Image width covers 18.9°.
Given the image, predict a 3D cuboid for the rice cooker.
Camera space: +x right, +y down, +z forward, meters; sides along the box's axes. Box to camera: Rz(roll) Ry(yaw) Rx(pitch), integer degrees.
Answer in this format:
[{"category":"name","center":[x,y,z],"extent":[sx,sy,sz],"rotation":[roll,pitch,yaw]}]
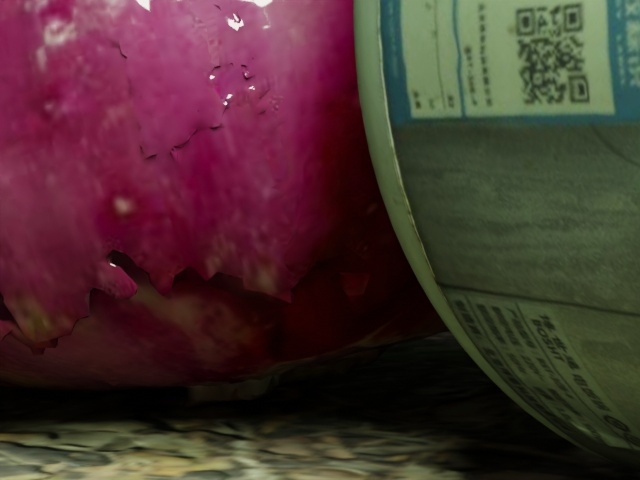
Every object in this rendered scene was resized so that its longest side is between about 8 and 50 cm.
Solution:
[{"category":"rice cooker","center":[0.174,-0.056,0.459],"extent":[0.288,0.288,0.277],"rotation":[-3,7,-34]}]

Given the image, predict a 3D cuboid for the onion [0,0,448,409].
[{"category":"onion","center":[-0.053,-0.089,0.699],"extent":[0.358,0.345,0.358],"rotation":[-33,-8,-5]}]
